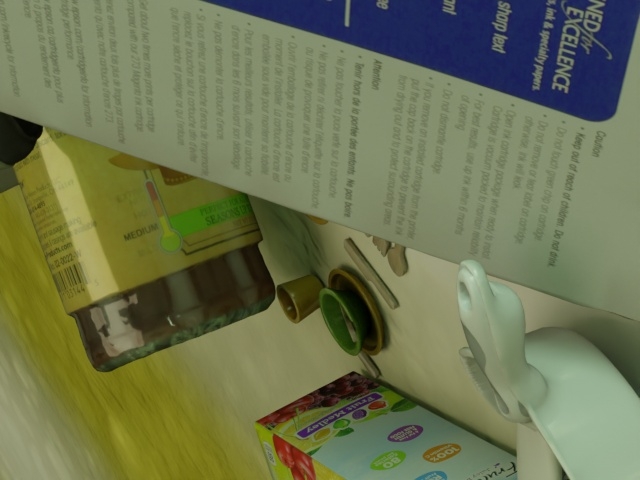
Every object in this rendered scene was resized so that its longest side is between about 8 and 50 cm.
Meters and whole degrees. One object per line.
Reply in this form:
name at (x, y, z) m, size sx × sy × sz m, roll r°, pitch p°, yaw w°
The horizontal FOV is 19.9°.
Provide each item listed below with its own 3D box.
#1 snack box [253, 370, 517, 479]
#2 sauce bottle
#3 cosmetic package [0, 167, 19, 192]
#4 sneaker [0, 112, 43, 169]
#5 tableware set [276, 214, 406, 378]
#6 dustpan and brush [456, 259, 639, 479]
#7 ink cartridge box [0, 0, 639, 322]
snack box at (0.062, 0.176, 0.886) m, size 0.207 × 0.070 × 0.175 m, roll 25°, pitch 136°, yaw 60°
sauce bottle at (-0.127, -0.109, 0.935) m, size 0.344 × 0.111 × 0.111 m, roll 69°, pitch 159°, yaw -1°
cosmetic package at (-0.200, -0.128, 1.111) m, size 0.127 × 0.107 × 0.238 m, roll 56°, pitch 155°, yaw 12°
sneaker at (-0.132, -0.148, 0.839) m, size 0.083 × 0.118 × 0.222 m, roll -35°, pitch -65°, yaw -82°
tableware set at (0.000, 0.000, 0.894) m, size 0.104 × 0.024 × 0.154 m, roll 54°, pitch 158°, yaw 25°
dustpan and brush at (0.085, 0.068, 0.673) m, size 0.147 × 0.060 × 0.211 m, roll 54°, pitch 164°, yaw 40°
ink cartridge box at (-0.010, -0.086, 0.602) m, size 0.370 × 0.069 × 0.176 m, roll 20°, pitch 144°, yaw 13°
